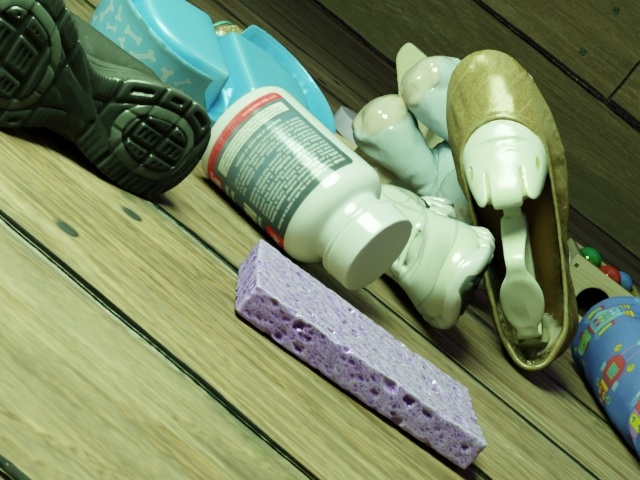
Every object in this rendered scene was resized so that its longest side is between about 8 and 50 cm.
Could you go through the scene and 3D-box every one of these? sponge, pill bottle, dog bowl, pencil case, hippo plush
[{"bbox_3d":[0.028,0.084,1.071,0.210,0.031,0.117,36,12,-9],"label":"sponge"},{"bbox_3d":[-0.010,-0.043,1.254,0.180,0.108,0.108,43,13,24],"label":"pill bottle"},{"bbox_3d":[-0.111,-0.170,1.447,0.297,0.074,0.166,27,31,-41],"label":"dog bowl"},{"bbox_3d":[0.373,0.166,1.560,0.133,0.119,0.306,18,16,-12],"label":"pencil case"},{"bbox_3d":[0.156,-0.042,1.651,0.236,0.234,0.294,-99,-179,-48],"label":"hippo plush"}]

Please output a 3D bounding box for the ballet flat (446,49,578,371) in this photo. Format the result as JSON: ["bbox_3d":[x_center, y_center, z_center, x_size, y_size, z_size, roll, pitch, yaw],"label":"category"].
[{"bbox_3d":[0.196,-0.018,1.444,0.124,0.116,0.342,-63,145,-67],"label":"ballet flat"}]

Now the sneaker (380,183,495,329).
[{"bbox_3d":[0.086,0.004,1.404,0.118,0.110,0.292,27,6,-14],"label":"sneaker"}]

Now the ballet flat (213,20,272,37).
[{"bbox_3d":[-0.104,-0.242,1.871,0.067,0.073,0.206,67,18,3],"label":"ballet flat"}]

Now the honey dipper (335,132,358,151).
[{"bbox_3d":[0.046,-0.124,1.916,0.160,0.030,0.030,34,12,-13],"label":"honey dipper"}]

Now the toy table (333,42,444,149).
[{"bbox_3d":[0.163,-0.150,2.045,0.274,0.161,0.252,41,12,10],"label":"toy table"}]

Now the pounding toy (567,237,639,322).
[{"bbox_3d":[0.417,0.100,2.005,0.206,0.094,0.181,37,12,-2],"label":"pounding toy"}]

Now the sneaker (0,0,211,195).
[{"bbox_3d":[-0.212,-0.134,1.062,0.286,0.109,0.130,39,1,-44],"label":"sneaker"}]
